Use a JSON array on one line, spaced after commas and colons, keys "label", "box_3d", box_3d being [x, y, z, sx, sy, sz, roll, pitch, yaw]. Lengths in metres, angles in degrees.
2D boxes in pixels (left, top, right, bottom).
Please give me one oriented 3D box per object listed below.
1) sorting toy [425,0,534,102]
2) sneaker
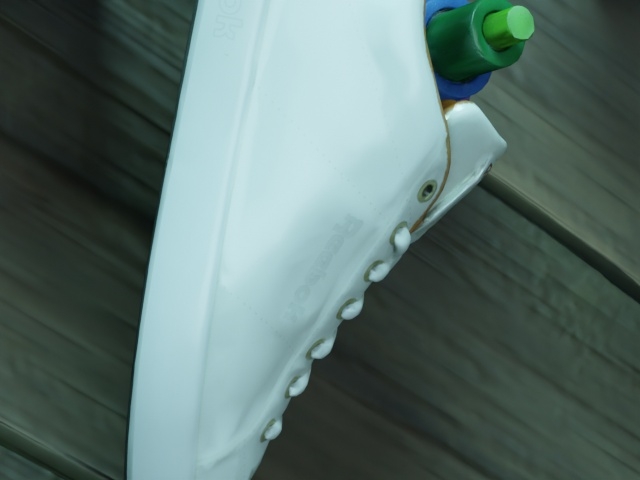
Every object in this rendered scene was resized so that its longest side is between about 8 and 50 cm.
[{"label": "sorting toy", "box_3d": [-0.013, -0.209, 0.639, 0.127, 0.126, 0.365, -34, 102, -33]}, {"label": "sneaker", "box_3d": [0.000, 0.000, 0.600, 0.123, 0.106, 0.290, 11, 100, -6]}]
